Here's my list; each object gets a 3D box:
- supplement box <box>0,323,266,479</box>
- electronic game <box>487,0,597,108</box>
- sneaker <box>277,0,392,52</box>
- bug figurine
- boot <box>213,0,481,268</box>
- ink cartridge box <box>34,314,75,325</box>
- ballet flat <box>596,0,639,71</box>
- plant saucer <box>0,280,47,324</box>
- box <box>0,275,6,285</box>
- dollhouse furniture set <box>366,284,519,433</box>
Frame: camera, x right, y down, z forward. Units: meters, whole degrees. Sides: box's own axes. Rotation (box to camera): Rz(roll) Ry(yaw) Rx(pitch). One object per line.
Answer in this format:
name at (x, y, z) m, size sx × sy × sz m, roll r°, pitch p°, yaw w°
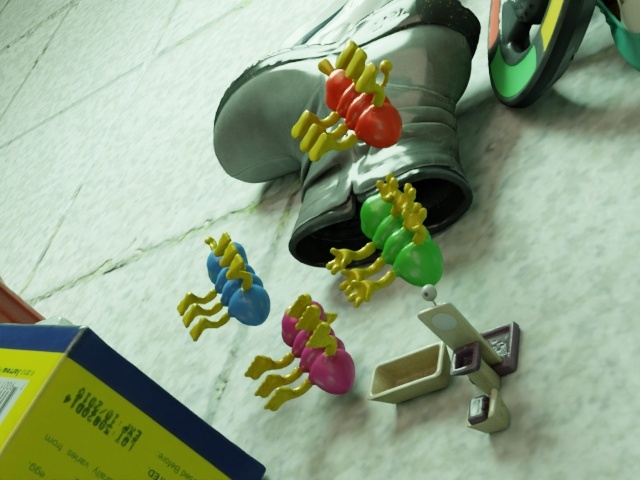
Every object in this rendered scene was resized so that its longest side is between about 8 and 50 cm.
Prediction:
supplement box at (-0.237, 0.257, 0.814) m, size 0.195 × 0.194 × 0.356 m, roll -5°, pitch 48°, yaw 51°
electronic game at (0.178, -0.221, 0.925) m, size 0.229 × 0.048 × 0.229 m, roll -172°, pitch 90°, yaw -82°
sneaker at (0.062, -0.226, 1.183) m, size 0.235 × 0.090 × 0.095 m, roll -49°, pitch 41°, yaw 2°
bug figurine at (0.000, 0.000, 0.872) m, size 0.279 × 0.072 × 0.216 m, roll -53°, pitch 45°, yaw 27°
boot at (-0.003, -0.071, 1.030) m, size 0.338 × 0.118 × 0.222 m, roll -27°, pitch 42°, yaw 45°
ink cartridge box at (-0.299, 0.192, 1.098) m, size 0.153 × 0.087 × 0.208 m, roll -23°, pitch 36°, yaw 37°
ballet flat at (0.244, -0.193, 0.871) m, size 0.083 × 0.087 × 0.247 m, roll -37°, pitch 30°, yaw 13°
plant saucer at (-0.423, 0.132, 1.160) m, size 0.048 × 0.258 × 0.259 m, roll 22°, pitch 69°, yaw 41°
box at (-0.493, 0.109, 1.370) m, size 0.300 × 0.154 × 0.142 m, roll -12°, pitch 22°, yaw 47°
dollhouse furniture set at (0.060, 0.083, 0.760) m, size 0.114 × 0.081 × 0.091 m, roll -25°, pitch 34°, yaw 34°
